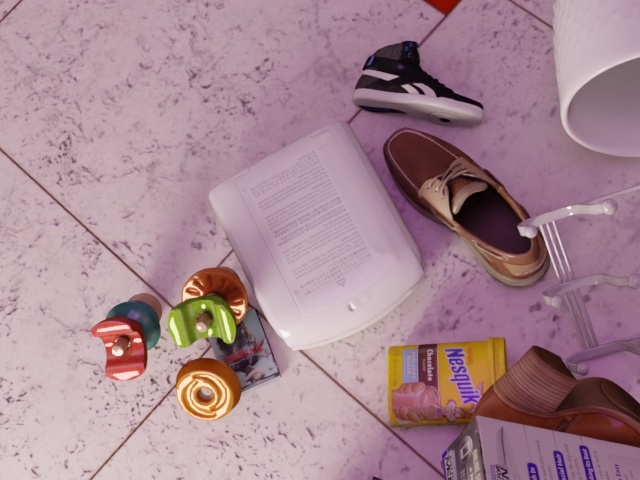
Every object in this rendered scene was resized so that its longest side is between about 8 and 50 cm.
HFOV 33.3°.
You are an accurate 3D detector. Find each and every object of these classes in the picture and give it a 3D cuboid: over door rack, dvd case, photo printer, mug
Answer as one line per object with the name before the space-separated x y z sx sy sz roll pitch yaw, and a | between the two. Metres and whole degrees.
over door rack | 0.464 0.030 1.473 0.324 0.108 0.239 -21 102 5
dvd case | -0.120 0.174 1.658 0.087 0.013 0.119 -23 68 4
photo printer | 0.000 0.000 1.642 0.256 0.107 0.307 -29 68 1
mug | 0.522 -0.324 1.580 0.374 0.276 0.328 9 62 -16

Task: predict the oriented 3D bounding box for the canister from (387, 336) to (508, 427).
canister | 0.185 0.208 1.547 0.170 0.073 0.126 -5 70 12

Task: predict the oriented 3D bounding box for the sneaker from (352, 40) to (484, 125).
sneaker | 0.165 -0.259 1.712 0.217 0.079 0.121 12 75 18

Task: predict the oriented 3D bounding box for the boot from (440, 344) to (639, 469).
boot | 0.324 0.287 1.460 0.220 0.283 0.109 -55 25 18

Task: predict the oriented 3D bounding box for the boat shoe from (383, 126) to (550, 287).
boat shoe | 0.220 -0.069 1.612 0.123 0.116 0.324 -46 68 -6

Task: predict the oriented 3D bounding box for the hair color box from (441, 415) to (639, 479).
hair color box | 0.331 0.348 1.334 0.339 0.110 0.185 15 45 -18

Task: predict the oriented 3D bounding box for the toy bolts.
toy bolts | -0.215 0.148 1.642 0.228 0.158 0.218 -3 114 10

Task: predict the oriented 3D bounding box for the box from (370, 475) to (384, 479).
box | 0.093 0.423 1.388 0.103 0.261 0.184 19 76 18
